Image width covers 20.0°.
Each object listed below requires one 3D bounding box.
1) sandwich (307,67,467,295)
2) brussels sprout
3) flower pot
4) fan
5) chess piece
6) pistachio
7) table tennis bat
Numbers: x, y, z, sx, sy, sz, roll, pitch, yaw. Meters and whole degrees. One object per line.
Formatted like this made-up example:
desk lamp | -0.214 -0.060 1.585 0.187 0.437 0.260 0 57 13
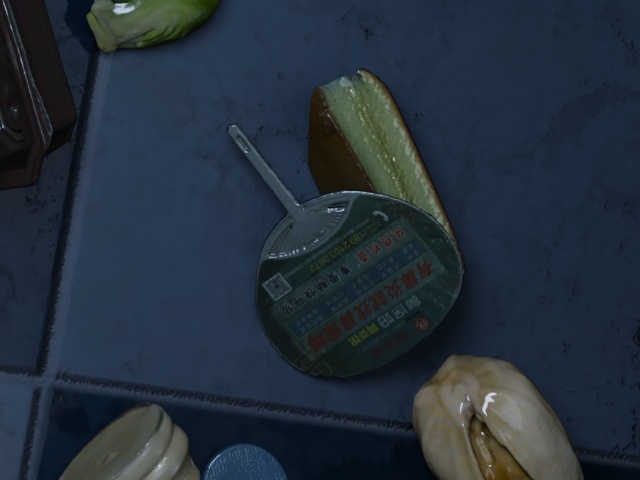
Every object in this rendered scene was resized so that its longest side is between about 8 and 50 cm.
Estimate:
sandwich | 0.063 -0.062 1.943 0.094 0.096 0.258 -32 104 -26
brussels sprout | -0.156 -0.265 1.836 0.181 0.100 0.139 -56 132 -24
flower pot | -0.315 -0.177 1.736 0.084 0.179 0.251 -26 104 -47
fan | -0.004 0.032 1.913 0.294 0.012 0.223 24 111 -4
chess piece | -0.114 0.310 1.859 0.139 0.124 0.307 -47 113 -7
pistachio | 0.197 0.228 1.996 0.157 0.157 0.229 -43 114 -17
table tennis bat | -0.072 0.290 1.934 0.100 0.019 0.155 -27 101 -20
